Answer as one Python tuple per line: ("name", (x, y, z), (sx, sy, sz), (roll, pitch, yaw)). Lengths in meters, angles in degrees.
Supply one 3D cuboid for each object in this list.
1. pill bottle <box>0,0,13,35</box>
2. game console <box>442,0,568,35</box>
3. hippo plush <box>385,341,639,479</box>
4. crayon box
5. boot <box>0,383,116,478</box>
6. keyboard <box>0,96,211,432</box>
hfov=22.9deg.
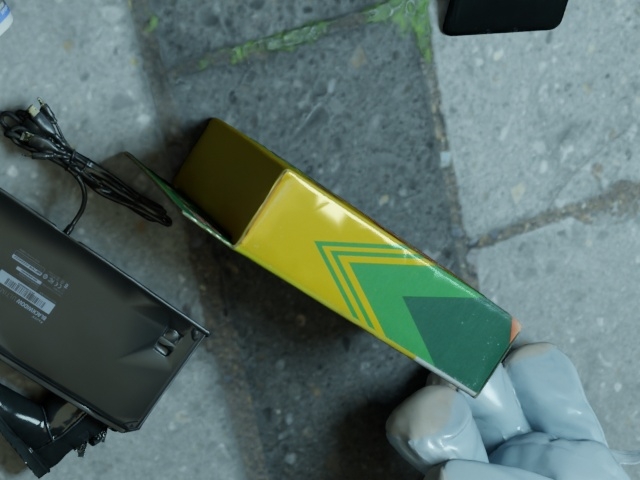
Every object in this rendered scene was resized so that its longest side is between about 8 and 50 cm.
("pill bottle", (-0.305, -0.213, 1.229), (0.078, 0.078, 0.137), (-31, 116, -9))
("game console", (0.168, -0.251, 1.437), (0.122, 0.071, 0.107), (-6, 79, -20))
("hippo plush", (0.189, 0.252, 1.535), (0.294, 0.234, 0.237), (8, 135, -8))
("crayon box", (0.000, 0.000, 1.348), (0.318, 0.202, 0.081), (32, 93, -27))
("boot", (-0.237, 0.144, 1.392), (0.099, 0.045, 0.121), (-37, 119, -7))
("keyboard", (-0.230, 0.009, 1.344), (0.317, 0.033, 0.201), (37, 90, -22))
